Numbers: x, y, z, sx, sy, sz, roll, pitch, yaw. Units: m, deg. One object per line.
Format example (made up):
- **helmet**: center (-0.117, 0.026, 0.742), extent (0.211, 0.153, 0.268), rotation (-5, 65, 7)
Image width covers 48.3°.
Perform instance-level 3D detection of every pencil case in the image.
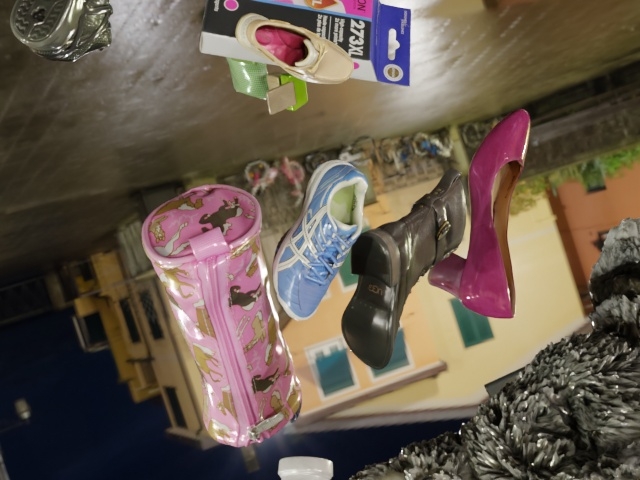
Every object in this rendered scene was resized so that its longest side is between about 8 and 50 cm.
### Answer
- **pencil case**: center (-0.125, 0.111, 0.971), extent (0.167, 0.386, 0.160), rotation (20, -135, 33)

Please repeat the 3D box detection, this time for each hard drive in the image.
- **hard drive**: center (0.439, 0.331, 1.558), extent (0.135, 0.094, 0.022), rotation (-27, 173, 8)

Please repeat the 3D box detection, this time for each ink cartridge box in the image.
- **ink cartridge box**: center (-0.013, -0.381, 1.236), extent (0.371, 0.175, 0.069), rotation (8, 157, -11)

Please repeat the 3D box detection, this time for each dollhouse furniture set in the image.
- **dollhouse furniture set**: center (-0.197, -0.446, 1.869), extent (0.151, 0.197, 0.301), rotation (-32, -142, -33)

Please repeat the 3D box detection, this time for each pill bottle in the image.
- **pill bottle**: center (-0.037, 0.625, 1.581), extent (0.153, 0.264, 0.153), rotation (1, 153, 1)

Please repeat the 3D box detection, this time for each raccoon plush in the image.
- **raccoon plush**: center (0.217, 0.184, 0.794), extent (0.299, 0.216, 0.446), rotation (-1, -138, 27)

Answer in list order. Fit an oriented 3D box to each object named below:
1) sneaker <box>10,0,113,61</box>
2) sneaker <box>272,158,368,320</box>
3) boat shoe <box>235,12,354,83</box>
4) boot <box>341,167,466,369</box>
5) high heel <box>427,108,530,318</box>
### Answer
- **sneaker**: center (-0.291, -0.322, 0.890), extent (0.087, 0.227, 0.130), rotation (25, 174, 0)
- **sneaker**: center (0.000, 0.000, 0.891), extent (0.080, 0.211, 0.081), rotation (15, -177, -25)
- **boat shoe**: center (-0.025, -0.240, 0.920), extent (0.170, 0.063, 0.059), rotation (13, -165, -28)
- **boot**: center (0.140, 0.045, 1.056), extent (0.091, 0.263, 0.229), rotation (28, -140, 31)
- **high heel**: center (0.347, -0.048, 1.301), extent (0.181, 0.377, 0.127), rotation (26, -172, 39)
